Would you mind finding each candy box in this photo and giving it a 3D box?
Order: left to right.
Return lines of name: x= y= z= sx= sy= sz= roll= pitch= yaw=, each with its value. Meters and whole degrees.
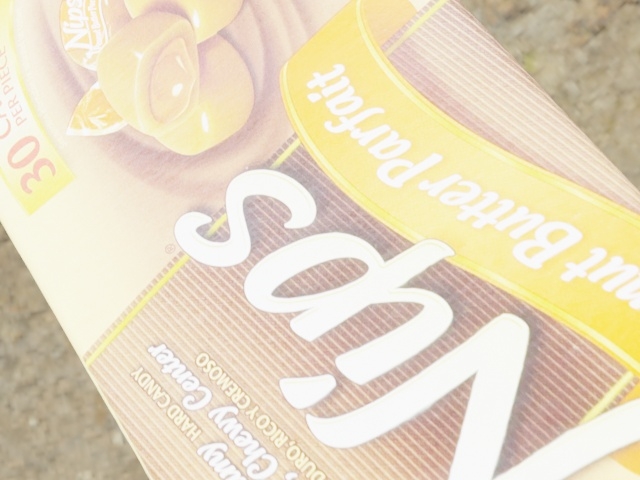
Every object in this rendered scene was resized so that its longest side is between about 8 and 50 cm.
candy box: x=0.000 y=0.000 z=0.473 sx=0.183 sy=0.316 sz=0.087 roll=-37 pitch=152 yaw=1
